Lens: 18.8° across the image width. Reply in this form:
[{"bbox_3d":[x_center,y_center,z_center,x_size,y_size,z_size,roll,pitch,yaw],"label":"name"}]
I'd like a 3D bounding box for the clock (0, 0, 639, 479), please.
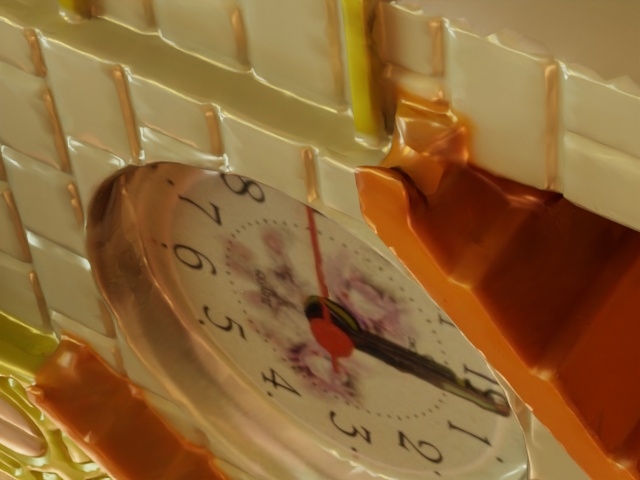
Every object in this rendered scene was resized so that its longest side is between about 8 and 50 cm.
[{"bbox_3d":[0.000,0.000,0.443,0.255,0.106,0.220,24,146,26],"label":"clock"}]
